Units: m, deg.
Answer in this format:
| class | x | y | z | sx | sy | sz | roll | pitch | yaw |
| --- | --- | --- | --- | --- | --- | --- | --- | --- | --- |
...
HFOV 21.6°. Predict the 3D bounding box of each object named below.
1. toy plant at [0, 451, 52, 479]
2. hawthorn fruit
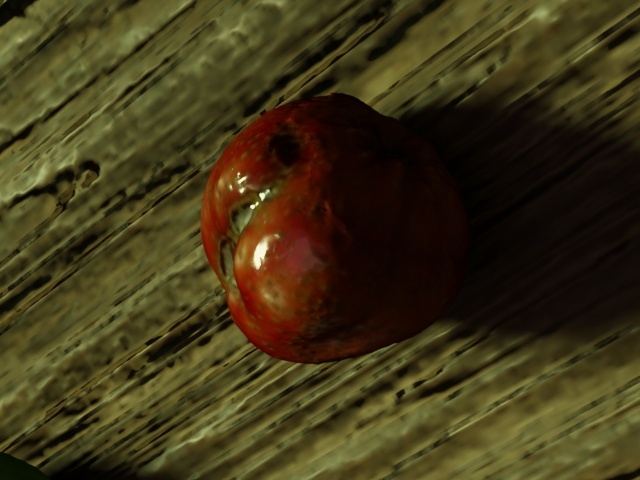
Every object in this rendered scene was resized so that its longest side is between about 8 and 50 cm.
| class | x | y | z | sx | sy | sz | roll | pitch | yaw |
| --- | --- | --- | --- | --- | --- | --- | --- | --- | --- |
| toy plant | -0.123 | 0.236 | 0.634 | 0.224 | 0.184 | 0.316 | -17 | 86 | 50 |
| hawthorn fruit | 0.000 | 0.000 | 0.537 | 0.093 | 0.093 | 0.093 | 9 | 109 | 27 |
